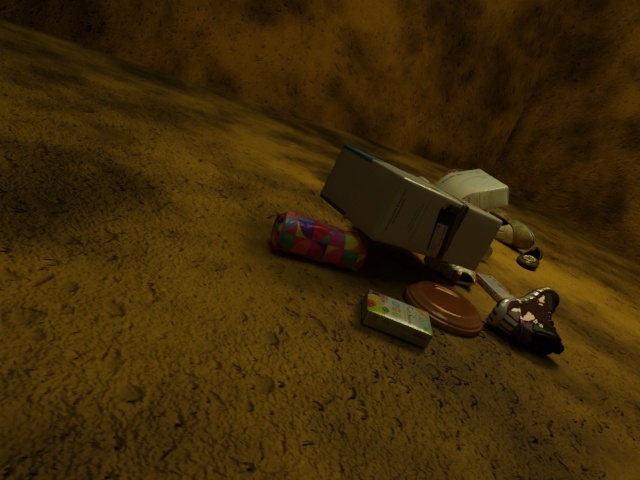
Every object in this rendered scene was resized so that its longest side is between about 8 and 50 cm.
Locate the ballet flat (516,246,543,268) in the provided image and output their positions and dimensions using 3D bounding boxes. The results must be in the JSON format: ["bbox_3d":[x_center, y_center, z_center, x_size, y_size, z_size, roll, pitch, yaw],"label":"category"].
[{"bbox_3d":[0.849,0.064,1.876,0.084,0.058,0.250,32,23,27],"label":"ballet flat"}]

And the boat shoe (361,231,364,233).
[{"bbox_3d":[0.136,-0.051,1.452,0.072,0.068,0.190,11,11,7],"label":"boat shoe"}]

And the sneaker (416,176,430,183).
[{"bbox_3d":[0.488,-0.208,2.175,0.118,0.107,0.279,-12,32,-27],"label":"sneaker"}]

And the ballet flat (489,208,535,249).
[{"bbox_3d":[0.816,-0.049,2.077,0.123,0.123,0.348,17,22,-12],"label":"ballet flat"}]

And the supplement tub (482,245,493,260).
[{"bbox_3d":[0.563,0.019,1.681,0.071,0.071,0.107,14,23,-20],"label":"supplement tub"}]

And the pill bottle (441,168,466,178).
[{"bbox_3d":[0.697,-0.267,2.379,0.176,0.176,0.318,23,20,3],"label":"pill bottle"}]

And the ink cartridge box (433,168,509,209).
[{"bbox_3d":[0.533,-0.201,1.949,0.384,0.091,0.308,-7,23,0],"label":"ink cartridge box"}]

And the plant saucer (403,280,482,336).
[{"bbox_3d":[0.299,0.155,1.125,0.200,0.037,0.200,19,21,-7],"label":"plant saucer"}]

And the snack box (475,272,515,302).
[{"bbox_3d":[0.527,0.152,1.382,0.064,0.022,0.178,13,22,-21],"label":"snack box"}]

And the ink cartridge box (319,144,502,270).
[{"bbox_3d":[0.243,-0.085,1.261,0.394,0.166,0.285,17,17,-35],"label":"ink cartridge box"}]

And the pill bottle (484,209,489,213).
[{"bbox_3d":[0.646,-0.119,2.014,0.136,0.136,0.246,21,21,-3],"label":"pill bottle"}]

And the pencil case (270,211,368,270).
[{"bbox_3d":[0.000,0.000,1.120,0.236,0.104,0.104,13,22,-20],"label":"pencil case"}]

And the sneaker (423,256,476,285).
[{"bbox_3d":[0.377,0.084,1.349,0.161,0.057,0.075,26,15,3],"label":"sneaker"}]

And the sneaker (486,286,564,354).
[{"bbox_3d":[0.555,0.214,1.173,0.281,0.106,0.162,-8,39,-35],"label":"sneaker"}]

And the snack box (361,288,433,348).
[{"bbox_3d":[0.156,0.159,0.967,0.141,0.037,0.100,22,21,-1],"label":"snack box"}]
